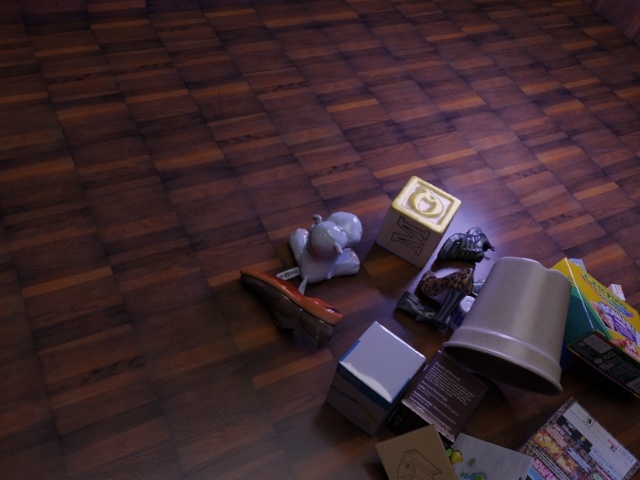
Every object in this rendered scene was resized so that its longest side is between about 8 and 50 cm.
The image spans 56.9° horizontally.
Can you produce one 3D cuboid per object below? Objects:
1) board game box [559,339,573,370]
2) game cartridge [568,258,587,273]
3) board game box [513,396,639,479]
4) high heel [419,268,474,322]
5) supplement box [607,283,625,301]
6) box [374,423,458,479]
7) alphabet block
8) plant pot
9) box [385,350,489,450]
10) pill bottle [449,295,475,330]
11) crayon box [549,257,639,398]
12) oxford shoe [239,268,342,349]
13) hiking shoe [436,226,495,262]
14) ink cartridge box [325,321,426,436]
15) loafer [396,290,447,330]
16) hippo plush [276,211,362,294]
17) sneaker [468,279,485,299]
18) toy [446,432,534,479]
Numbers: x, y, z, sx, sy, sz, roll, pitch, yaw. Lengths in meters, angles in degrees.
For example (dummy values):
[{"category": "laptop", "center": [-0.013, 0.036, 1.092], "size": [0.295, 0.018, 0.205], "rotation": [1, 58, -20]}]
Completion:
[{"category": "board game box", "center": [0.702, 0.346, 1.860], "size": [0.169, 0.033, 0.133], "rotation": [33, 57, 20]}, {"category": "game cartridge", "center": [0.921, 0.100, 2.118], "size": [0.056, 0.017, 0.083], "rotation": [3, 51, -6]}, {"category": "board game box", "center": [0.646, 0.605, 1.564], "size": [0.291, 0.141, 0.232], "rotation": [-28, 63, -30]}, {"category": "high heel", "center": [0.400, 0.116, 1.845], "size": [0.093, 0.186, 0.261], "rotation": [23, 24, -15]}, {"category": "supplement box", "center": [0.979, 0.201, 1.995], "size": [0.036, 0.098, 0.062], "rotation": [9, 50, -6]}, {"category": "box", "center": [0.247, 0.576, 1.466], "size": [0.165, 0.021, 0.201], "rotation": [-25, 81, 16]}, {"category": "alphabet block", "center": [0.328, -0.061, 1.993], "size": [0.194, 0.197, 0.192], "rotation": [30, 52, 11]}, {"category": "plant pot", "center": [0.553, 0.227, 1.662], "size": [0.334, 0.334, 0.305], "rotation": [24, 74, 6]}, {"category": "box", "center": [0.312, 0.449, 1.595], "size": [0.167, 0.168, 0.203], "rotation": [35, 52, 17]}, {"category": "pill bottle", "center": [0.442, 0.231, 1.833], "size": [0.067, 0.120, 0.067], "rotation": [6, 51, -8]}, {"category": "crayon box", "center": [0.861, 0.264, 1.788], "size": [0.363, 0.106, 0.313], "rotation": [33, 35, -19]}, {"category": "oxford shoe", "center": [-0.114, 0.191, 1.735], "size": [0.364, 0.130, 0.132], "rotation": [27, 93, 31]}, {"category": "hiking shoe", "center": [0.504, 0.030, 2.032], "size": [0.227, 0.086, 0.114], "rotation": [-23, 57, -29]}, {"category": "ink cartridge box", "center": [0.141, 0.373, 1.576], "size": [0.168, 0.232, 0.171], "rotation": [35, 53, 18]}, {"category": "loafer", "center": [0.317, 0.233, 1.852], "size": [0.170, 0.062, 0.061], "rotation": [36, 76, 18]}, {"category": "hippo plush", "center": [0.000, 0.000, 1.842], "size": [0.294, 0.236, 0.234], "rotation": [-25, 61, -29]}, {"category": "sneaker", "center": [0.509, 0.164, 1.946], "size": [0.192, 0.064, 0.086], "rotation": [15, 42, -1]}, {"category": "toy", "center": [0.420, 0.586, 1.500], "size": [0.056, 0.237, 0.136], "rotation": [48, 64, -29]}]
